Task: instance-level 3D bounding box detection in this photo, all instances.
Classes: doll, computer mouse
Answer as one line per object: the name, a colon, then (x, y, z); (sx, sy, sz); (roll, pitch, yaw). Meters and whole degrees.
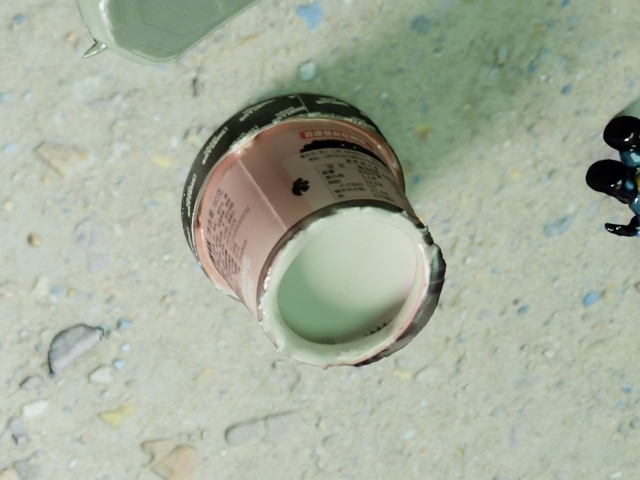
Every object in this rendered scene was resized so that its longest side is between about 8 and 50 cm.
doll: (0.263, -0.011, 1.365); (0.195, 0.070, 0.096); (40, 69, -32)
computer mouse: (-0.073, -0.168, 1.135); (0.181, 0.056, 0.089); (-35, 125, 12)

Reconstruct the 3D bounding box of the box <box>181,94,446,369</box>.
box: (0.000, 0.000, 1.221); (0.151, 0.135, 0.151); (-10, 122, -17)
